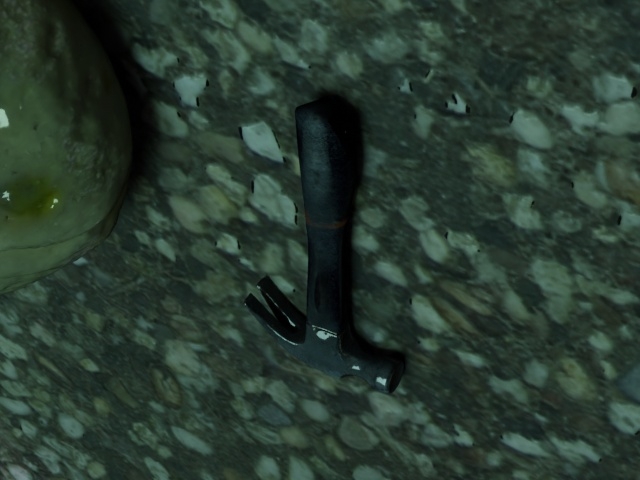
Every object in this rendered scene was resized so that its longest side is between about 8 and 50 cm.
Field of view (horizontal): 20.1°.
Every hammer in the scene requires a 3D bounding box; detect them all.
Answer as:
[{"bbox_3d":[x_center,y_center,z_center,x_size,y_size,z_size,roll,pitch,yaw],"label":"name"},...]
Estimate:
[{"bbox_3d":[0.000,0.000,1.437,0.137,0.037,0.290,20,139,21],"label":"hammer"}]

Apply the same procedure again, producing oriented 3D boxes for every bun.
[{"bbox_3d":[-0.334,-0.093,1.475,0.365,0.219,0.365,19,139,18],"label":"bun"}]
